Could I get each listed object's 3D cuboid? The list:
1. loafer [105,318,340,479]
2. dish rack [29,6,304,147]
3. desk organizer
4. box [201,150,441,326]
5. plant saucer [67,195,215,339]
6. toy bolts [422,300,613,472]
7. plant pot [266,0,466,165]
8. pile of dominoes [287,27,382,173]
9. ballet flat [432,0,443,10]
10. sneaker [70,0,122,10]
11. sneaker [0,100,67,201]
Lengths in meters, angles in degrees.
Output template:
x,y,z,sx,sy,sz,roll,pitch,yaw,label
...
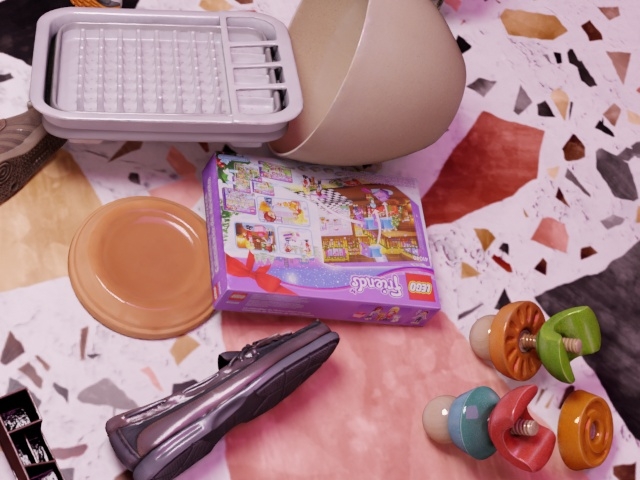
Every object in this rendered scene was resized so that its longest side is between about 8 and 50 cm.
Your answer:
x,y,z,sx,sy,sz,roll,pitch,yaw,label
-0.111,0.167,1.423,0.302,0.109,0.095,-34,70,-28,loafer
-0.199,-0.205,1.580,0.333,0.072,0.285,1,38,-10,dish rack
-0.318,0.231,1.345,0.047,0.050,0.130,-21,68,-27,desk organizer
0.000,0.000,1.565,0.293,0.057,0.201,7,57,-23,box
-0.210,0.025,1.515,0.200,0.037,0.200,9,57,-13,plant saucer
0.238,0.207,1.522,0.228,0.158,0.218,-37,116,-42,toy bolts
0.075,-0.213,1.584,0.191,0.284,0.284,19,55,-21,plant pot
0.044,-0.224,1.719,0.251,0.040,0.196,37,71,5,pile of dominoes
0.106,-0.325,1.813,0.072,0.068,0.213,43,57,10,ballet flat
-0.317,-0.427,1.726,0.121,0.099,0.262,-15,66,-30,sneaker
-0.394,-0.109,1.534,0.071,0.066,0.188,27,48,20,sneaker
